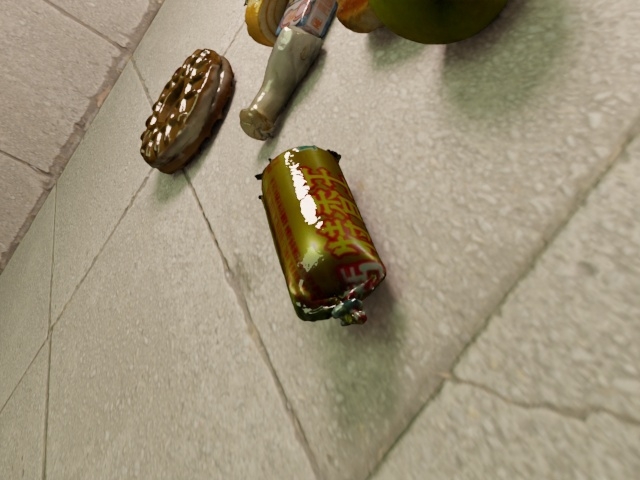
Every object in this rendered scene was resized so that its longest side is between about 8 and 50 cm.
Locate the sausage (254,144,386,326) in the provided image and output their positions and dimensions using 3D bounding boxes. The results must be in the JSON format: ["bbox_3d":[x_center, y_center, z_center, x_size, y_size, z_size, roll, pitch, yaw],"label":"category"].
[{"bbox_3d":[-0.002,0.000,0.825,0.317,0.125,0.117,-108,12,-53],"label":"sausage"}]

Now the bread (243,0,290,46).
[{"bbox_3d":[-0.093,-0.475,1.383,0.073,0.122,0.149,21,89,48],"label":"bread"}]

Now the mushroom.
[{"bbox_3d":[-0.079,-0.292,1.247,0.223,0.081,0.092,-60,9,7],"label":"mushroom"}]

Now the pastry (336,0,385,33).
[{"bbox_3d":[0.111,-0.427,1.045,0.218,0.100,0.229,-28,48,50],"label":"pastry"}]

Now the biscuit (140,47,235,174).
[{"bbox_3d":[-0.328,-0.314,1.627,0.332,0.103,0.332,-38,36,34],"label":"biscuit"}]

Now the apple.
[{"bbox_3d":[0.153,-0.339,0.845,0.196,0.157,0.196,-37,39,36],"label":"apple"}]

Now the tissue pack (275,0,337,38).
[{"bbox_3d":[-0.015,-0.466,1.308,0.115,0.065,0.155,5,69,59],"label":"tissue pack"}]
